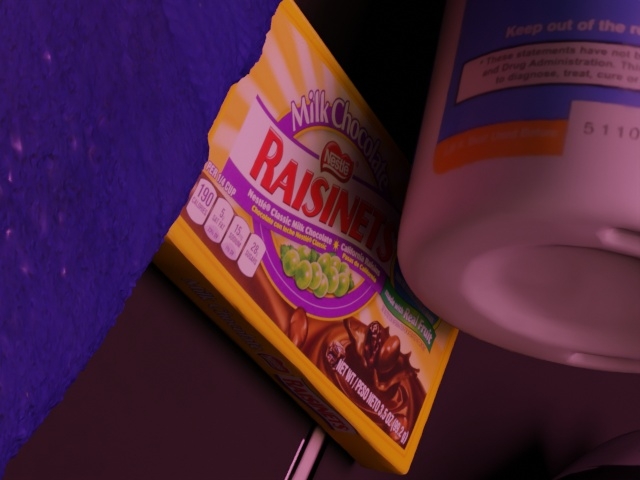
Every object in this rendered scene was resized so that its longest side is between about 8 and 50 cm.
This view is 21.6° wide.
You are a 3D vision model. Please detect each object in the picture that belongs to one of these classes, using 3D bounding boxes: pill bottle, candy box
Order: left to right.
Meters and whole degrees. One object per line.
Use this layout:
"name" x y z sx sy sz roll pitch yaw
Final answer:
"candy box" 0.000 0.000 0.634 0.206 0.027 0.105 49 54 -49
"pill bottle" 0.126 -0.097 0.670 0.152 0.152 0.272 45 51 -50

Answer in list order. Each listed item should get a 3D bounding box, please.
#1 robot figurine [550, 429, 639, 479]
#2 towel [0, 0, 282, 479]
"robot figurine" 0.143 0.190 0.753 0.278 0.173 0.209 -23 116 -52
"towel" -0.086 -0.101 0.393 0.308 0.076 0.228 -67 147 -46
